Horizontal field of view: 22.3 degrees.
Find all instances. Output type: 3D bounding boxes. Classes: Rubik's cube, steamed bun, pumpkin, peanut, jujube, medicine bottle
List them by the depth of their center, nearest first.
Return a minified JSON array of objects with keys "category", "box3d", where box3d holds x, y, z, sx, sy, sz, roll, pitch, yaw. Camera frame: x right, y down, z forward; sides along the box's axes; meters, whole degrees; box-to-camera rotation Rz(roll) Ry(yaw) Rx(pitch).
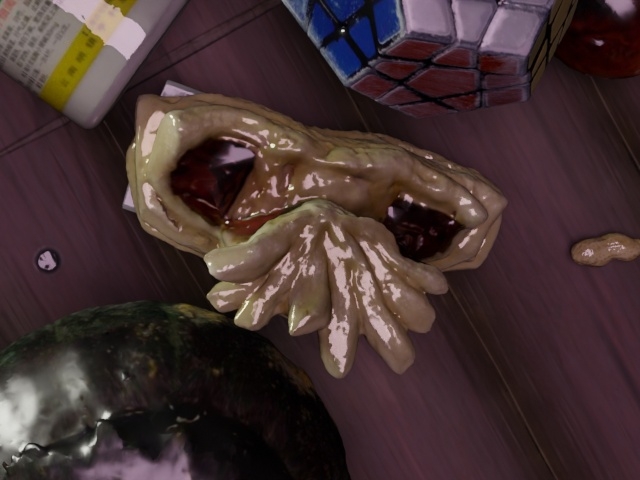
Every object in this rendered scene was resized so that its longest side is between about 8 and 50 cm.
[{"category":"Rubik's cube","box3d":[0.118,-0.275,1.588,0.264,0.319,0.319,-20,99,-35]},{"category":"medicine bottle","box3d":[-0.311,-0.289,1.652,0.339,0.208,0.208,35,92,-8]},{"category":"pumpkin","box3d":[-0.185,0.276,1.656,0.454,0.344,0.454,-2,117,-5]},{"category":"steamed bun","box3d":[0.000,0.000,1.678,0.428,0.189,0.247,15,95,-19]},{"category":"jujube","box3d":[0.273,-0.275,1.736,0.236,0.168,0.168,33,93,10]},{"category":"peanut","box3d":[0.322,0.010,1.826,0.083,0.037,0.037,-7,97,-2]}]

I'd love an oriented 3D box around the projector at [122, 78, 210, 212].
[{"category":"projector","box3d":[-0.140,-0.088,1.762,0.115,0.061,0.147,20,94,-6]}]
